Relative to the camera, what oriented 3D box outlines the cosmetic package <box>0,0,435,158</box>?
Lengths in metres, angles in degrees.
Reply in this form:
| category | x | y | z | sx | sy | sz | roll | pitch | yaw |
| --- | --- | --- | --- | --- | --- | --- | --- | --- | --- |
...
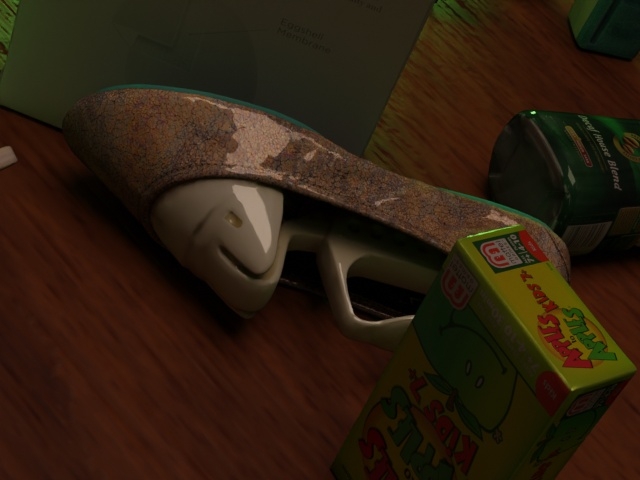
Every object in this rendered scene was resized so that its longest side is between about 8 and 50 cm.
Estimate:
| category | x | y | z | sx | sy | sz | roll | pitch | yaw |
| --- | --- | --- | --- | --- | --- | --- | --- | --- | --- |
| cosmetic package | -0.050 | -0.162 | 0.882 | 0.224 | 0.225 | 0.138 | 22 | 42 | -5 |

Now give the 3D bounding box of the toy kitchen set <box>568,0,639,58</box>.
| category | x | y | z | sx | sy | sz | roll | pitch | yaw |
| --- | --- | --- | --- | --- | --- | --- | --- | --- | --- |
| toy kitchen set | 0.320 | -0.146 | 1.119 | 0.207 | 0.122 | 0.166 | 10 | 44 | -16 |

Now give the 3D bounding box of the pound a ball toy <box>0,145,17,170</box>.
| category | x | y | z | sx | sy | sz | roll | pitch | yaw |
| --- | --- | --- | --- | --- | --- | --- | --- | --- | --- |
| pound a ball toy | -0.304 | -0.081 | 0.721 | 0.319 | 0.135 | 0.208 | -33 | 102 | -43 |

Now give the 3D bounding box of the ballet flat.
| category | x | y | z | sx | sy | sz | roll | pitch | yaw |
| --- | --- | --- | --- | --- | --- | --- | --- | --- | --- |
| ballet flat | 0.000 | 0.000 | 0.838 | 0.316 | 0.107 | 0.106 | 16 | 52 | -9 |

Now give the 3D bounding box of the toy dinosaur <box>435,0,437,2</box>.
| category | x | y | z | sx | sy | sz | roll | pitch | yaw |
| --- | --- | --- | --- | --- | --- | --- | --- | --- | --- |
| toy dinosaur | 0.144 | -0.261 | 1.162 | 0.295 | 0.127 | 0.200 | 14 | 49 | -30 |

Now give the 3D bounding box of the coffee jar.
| category | x | y | z | sx | sy | sz | roll | pitch | yaw |
| --- | --- | --- | --- | --- | --- | --- | --- | --- | --- |
| coffee jar | 0.212 | -0.038 | 0.991 | 0.184 | 0.079 | 0.096 | -1 | 48 | -27 |

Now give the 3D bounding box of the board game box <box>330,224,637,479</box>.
| category | x | y | z | sx | sy | sz | roll | pitch | yaw |
| --- | --- | --- | --- | --- | --- | --- | --- | --- | --- |
| board game box | 0.072 | 0.089 | 0.718 | 0.043 | 0.181 | 0.092 | -13 | 54 | -35 |
